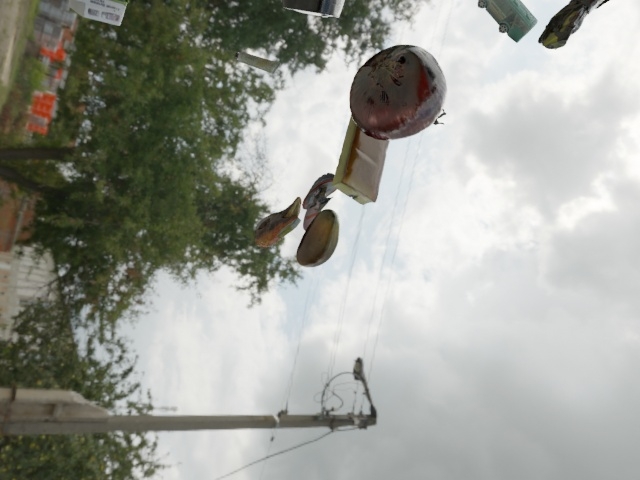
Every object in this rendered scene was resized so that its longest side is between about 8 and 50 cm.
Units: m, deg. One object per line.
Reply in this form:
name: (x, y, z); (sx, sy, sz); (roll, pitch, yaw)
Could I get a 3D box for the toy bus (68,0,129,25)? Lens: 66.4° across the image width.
toy bus: (-0.598, -0.610, 1.128); (0.113, 0.302, 0.139); (39, -62, 31)

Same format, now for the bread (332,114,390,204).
bread: (0.141, -0.298, 1.504); (0.077, 0.138, 0.361); (-14, -125, 53)

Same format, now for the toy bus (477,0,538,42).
toy bus: (0.658, -0.839, 1.759); (0.091, 0.261, 0.109); (-48, -173, -26)

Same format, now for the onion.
onion: (0.217, -0.377, 1.315); (0.273, 0.285, 0.273); (-15, -118, 29)

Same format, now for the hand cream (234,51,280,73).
hand cream: (-0.260, -0.725, 1.984); (0.067, 0.195, 0.042); (-60, 163, -28)

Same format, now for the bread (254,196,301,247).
bread: (-0.156, -0.052, 1.824); (0.269, 0.095, 0.139); (-27, -140, 36)

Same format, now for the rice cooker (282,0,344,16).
rice cooker: (-0.025, -0.964, 1.825); (0.267, 0.267, 0.224); (-133, -134, -54)

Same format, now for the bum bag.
bum bag: (0.570, -0.502, 1.084); (0.232, 0.060, 0.107); (-42, -160, -7)

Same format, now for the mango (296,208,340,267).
mango: (0.000, 0.000, 1.706); (0.267, 0.111, 0.133); (-59, -137, 36)

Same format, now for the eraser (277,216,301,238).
eraser: (-0.093, -0.037, 1.462); (0.083, 0.019, 0.038); (-32, -165, 42)

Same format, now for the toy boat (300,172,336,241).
toy boat: (-0.024, -0.124, 1.924); (0.219, 0.072, 0.318); (-8, -125, 60)
